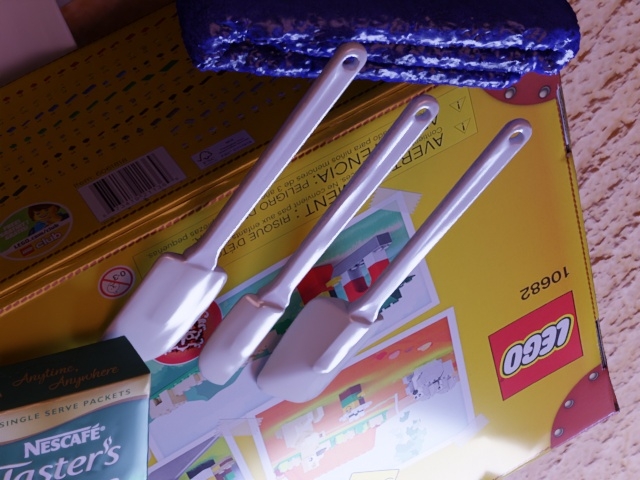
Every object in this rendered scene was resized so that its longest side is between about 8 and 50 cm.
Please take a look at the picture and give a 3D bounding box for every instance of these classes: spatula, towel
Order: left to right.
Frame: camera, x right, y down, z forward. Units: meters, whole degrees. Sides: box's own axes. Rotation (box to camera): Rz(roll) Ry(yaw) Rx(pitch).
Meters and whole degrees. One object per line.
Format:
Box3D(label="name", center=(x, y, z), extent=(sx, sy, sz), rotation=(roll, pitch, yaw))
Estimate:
Box3D(label="spatula", center=(0.000, 0.000, 0.933), extent=(0.168, 0.019, 0.242), rotation=(19, 122, -34))
Box3D(label="towel", center=(0.008, -0.217, 0.950), extent=(0.227, 0.308, 0.076), rotation=(-1, 148, -18))

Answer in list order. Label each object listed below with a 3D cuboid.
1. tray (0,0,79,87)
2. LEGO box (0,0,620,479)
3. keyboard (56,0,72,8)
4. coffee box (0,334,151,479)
Box3D(label="tray", center=(-0.274, -0.066, 1.037), extent=(0.270, 0.030, 0.145), rotation=(-31, 137, -9))
Box3D(label="LEGO box", center=(-0.076, 0.060, 1.103), extent=(0.500, 0.193, 0.372), rotation=(-28, 133, -12))
Box3D(label="keyboard", center=(-0.248, -0.130, 1.039), extent=(0.256, 0.014, 0.072), rotation=(-32, 133, -8))
Box3D(label="coffee box", center=(-0.154, 0.147, 0.938), extent=(0.113, 0.040, 0.184), rotation=(-12, 127, -27))
